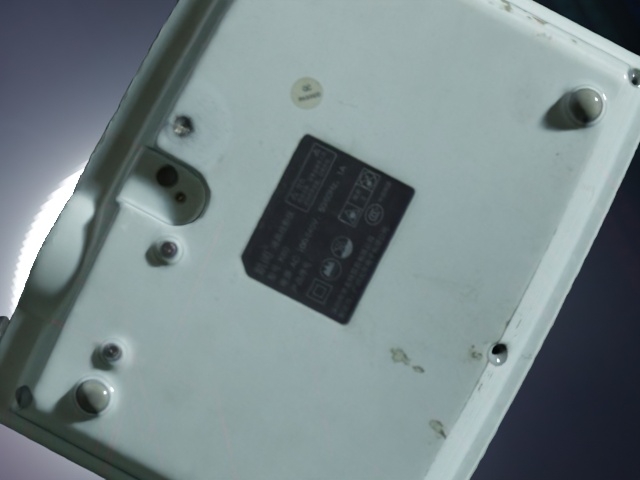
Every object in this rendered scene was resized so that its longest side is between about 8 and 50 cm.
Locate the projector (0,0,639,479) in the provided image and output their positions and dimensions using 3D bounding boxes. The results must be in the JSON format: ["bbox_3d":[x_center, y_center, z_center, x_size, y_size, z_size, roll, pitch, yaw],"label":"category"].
[{"bbox_3d":[0.000,0.000,0.426,0.147,0.115,0.061,-62,177,-2],"label":"projector"}]

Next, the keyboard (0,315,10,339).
[{"bbox_3d":[-0.176,0.110,0.710,0.103,0.041,0.381,-9,-134,24],"label":"keyboard"}]
